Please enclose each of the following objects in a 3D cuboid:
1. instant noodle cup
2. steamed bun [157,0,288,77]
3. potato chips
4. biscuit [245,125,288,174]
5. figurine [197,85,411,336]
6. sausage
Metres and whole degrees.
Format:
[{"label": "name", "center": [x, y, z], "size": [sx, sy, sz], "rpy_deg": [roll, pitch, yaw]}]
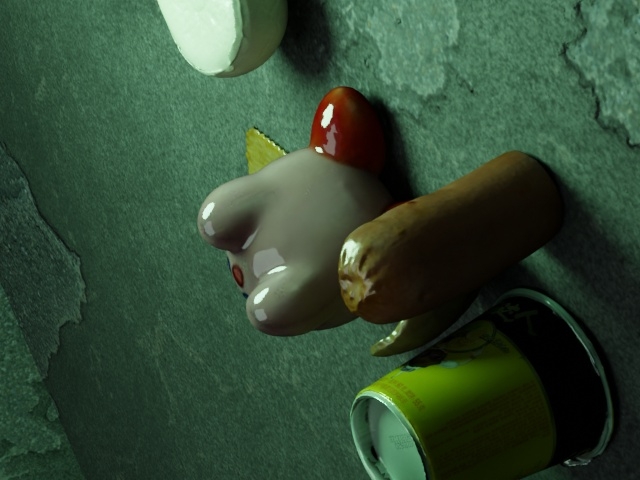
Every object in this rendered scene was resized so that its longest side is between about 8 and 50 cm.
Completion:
[{"label": "instant noodle cup", "center": [0.168, 0.190, 1.480], "size": [0.215, 0.236, 0.215], "rpy_deg": [44, 146, 40]}, {"label": "steamed bun", "center": [-0.120, -0.323, 1.708], "size": [0.177, 0.131, 0.228], "rpy_deg": [-33, 80, 52]}, {"label": "potato chips", "center": [0.135, 0.072, 1.499], "size": [0.049, 0.202, 0.150], "rpy_deg": [44, 120, 5]}, {"label": "biscuit", "center": [-0.037, -0.023, 1.916], "size": [0.237, 0.013, 0.232], "rpy_deg": [40, 142, 42]}, {"label": "figurine", "center": [0.007, -0.003, 1.671], "size": [0.269, 0.261, 0.211], "rpy_deg": [57, 178, 16]}, {"label": "sausage", "center": [0.130, 0.002, 1.380], "size": [0.113, 0.259, 0.113], "rpy_deg": [38, 142, 37]}]
